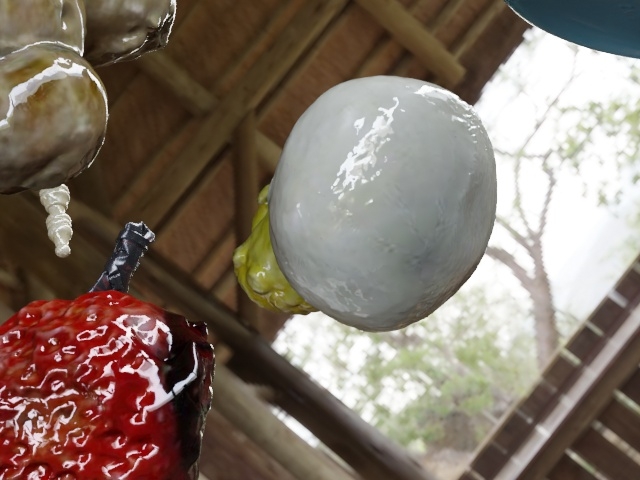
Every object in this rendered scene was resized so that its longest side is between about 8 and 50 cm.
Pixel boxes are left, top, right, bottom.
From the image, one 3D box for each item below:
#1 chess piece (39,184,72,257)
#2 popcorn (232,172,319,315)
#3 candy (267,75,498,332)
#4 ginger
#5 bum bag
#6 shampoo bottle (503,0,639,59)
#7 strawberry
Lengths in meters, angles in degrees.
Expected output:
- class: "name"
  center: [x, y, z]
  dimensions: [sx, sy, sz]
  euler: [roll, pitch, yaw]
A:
- class: "chess piece"
  center: [-0.304, -0.020, 1.333]
  dimensions: [0.035, 0.092, 0.035]
  euler: [-12, -33, -8]
- class: "popcorn"
  center: [0.000, 0.000, 1.486]
  dimensions: [0.233, 0.192, 0.266]
  euler: [-68, 9, -24]
- class: "candy"
  center: [0.078, -0.033, 1.251]
  dimensions: [0.295, 0.295, 0.185]
  euler: [-53, 31, 10]
- class: "ginger"
  center: [-0.223, -0.161, 0.784]
  dimensions: [0.155, 0.244, 0.304]
  euler: [-45, 23, 31]
- class: "bum bag"
  center: [-0.237, 0.033, 1.359]
  dimensions: [0.058, 0.034, 0.124]
  euler: [53, -126, -53]
- class: "shampoo bottle"
  center: [0.324, -0.368, 0.993]
  dimensions: [0.331, 0.331, 0.342]
  euler: [79, -159, -77]
- class: "strawberry"
  center: [-0.267, 0.192, 1.181]
  dimensions: [0.292, 0.310, 0.291]
  euler: [-173, 90, -90]
